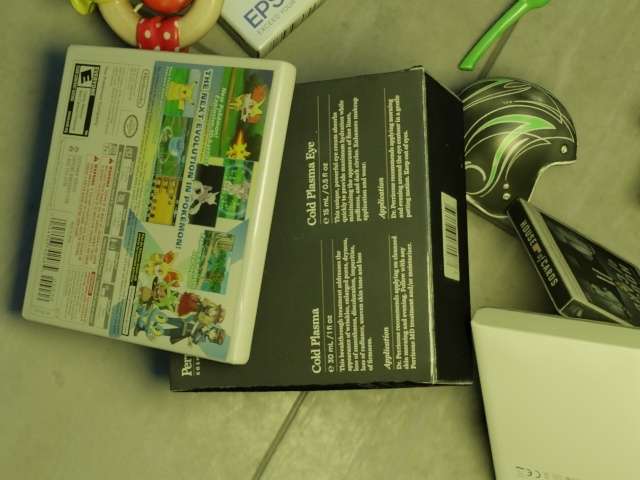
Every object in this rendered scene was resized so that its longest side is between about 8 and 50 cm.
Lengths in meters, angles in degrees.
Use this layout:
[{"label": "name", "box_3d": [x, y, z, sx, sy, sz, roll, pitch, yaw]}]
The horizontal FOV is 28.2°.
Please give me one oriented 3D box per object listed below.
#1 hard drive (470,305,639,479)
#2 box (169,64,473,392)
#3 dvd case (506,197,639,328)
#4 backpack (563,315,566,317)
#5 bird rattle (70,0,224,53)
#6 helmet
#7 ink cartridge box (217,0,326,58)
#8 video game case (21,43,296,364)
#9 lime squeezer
[{"label": "hard drive", "box_3d": [0.289, 0.219, 1.458, 0.203, 0.308, 0.040, 7, 37, 28]}, {"label": "box", "box_3d": [0.000, 0.000, 1.462, 0.312, 0.179, 0.343, -3, 83, 20]}, {"label": "dvd case", "box_3d": [0.335, 0.057, 1.515, 0.238, 0.179, 0.029, 25, 119, -34]}, {"label": "backpack", "box_3d": [0.346, 0.187, 1.535, 0.173, 0.117, 0.158, 33, 78, 37]}, {"label": "bird rattle", "box_3d": [-0.205, -0.286, 1.520, 0.207, 0.143, 0.253, -42, 80, 22]}, {"label": "helmet", "box_3d": [0.225, -0.122, 1.565, 0.169, 0.169, 0.161, 37, 101, -1]}, {"label": "ink cartridge box", "box_3d": [-0.076, -0.453, 1.621, 0.324, 0.071, 0.330, -44, 91, -9]}, {"label": "video game case", "box_3d": [-0.186, -0.048, 1.426, 0.300, 0.036, 0.329, 9, 88, 28]}, {"label": "lime squeezer", "box_3d": [0.258, -0.367, 1.666, 0.110, 0.059, 0.310, 4, 82, 27]}]
